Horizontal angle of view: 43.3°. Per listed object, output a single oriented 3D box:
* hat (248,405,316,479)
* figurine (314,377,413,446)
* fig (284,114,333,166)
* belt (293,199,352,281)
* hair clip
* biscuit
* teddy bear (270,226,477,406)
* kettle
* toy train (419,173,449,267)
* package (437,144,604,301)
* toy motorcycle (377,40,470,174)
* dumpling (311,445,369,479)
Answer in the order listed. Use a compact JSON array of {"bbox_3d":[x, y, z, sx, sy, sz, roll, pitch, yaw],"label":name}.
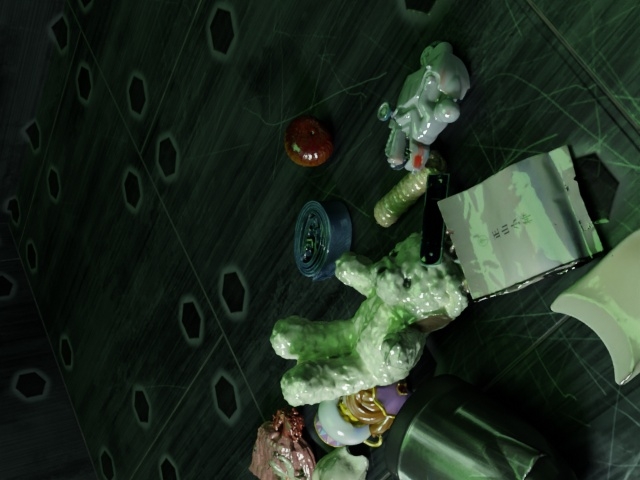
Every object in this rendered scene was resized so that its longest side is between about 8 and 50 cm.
[{"bbox_3d":[-0.094,0.551,2.061,0.237,0.107,0.286,24,122,30],"label":"hat"},{"bbox_3d":[0.092,0.357,1.761,0.189,0.142,0.263,41,133,0],"label":"figurine"},{"bbox_3d":[-0.017,-0.213,1.852,0.119,0.153,0.119,-11,61,19],"label":"fig"},{"bbox_3d":[0.000,0.000,1.858,0.141,0.082,0.190,45,128,46],"label":"belt"},{"bbox_3d":[0.494,0.058,1.210,0.172,0.113,0.282,53,140,33],"label":"hair clip"},{"bbox_3d":[0.175,-0.100,1.633,0.219,0.055,0.061,-44,51,47],"label":"biscuit"},{"bbox_3d":[0.103,0.111,1.562,0.327,0.376,0.362,-107,17,-46],"label":"teddy bear"},{"bbox_3d":[0.309,0.442,1.441,0.324,0.228,0.320,26,135,45],"label":"kettle"},{"bbox_3d":[0.210,-0.034,1.487,0.047,0.043,0.207,73,-157,-53],"label":"toy train"},{"bbox_3d":[0.346,-0.024,1.396,0.251,0.062,0.203,-25,75,33],"label":"package"},{"bbox_3d":[0.202,-0.249,1.512,0.171,0.110,0.260,30,101,62],"label":"toy motorcycle"},{"bbox_3d":[0.043,0.562,1.883,0.136,0.118,0.199,42,113,37],"label":"dumpling"}]
